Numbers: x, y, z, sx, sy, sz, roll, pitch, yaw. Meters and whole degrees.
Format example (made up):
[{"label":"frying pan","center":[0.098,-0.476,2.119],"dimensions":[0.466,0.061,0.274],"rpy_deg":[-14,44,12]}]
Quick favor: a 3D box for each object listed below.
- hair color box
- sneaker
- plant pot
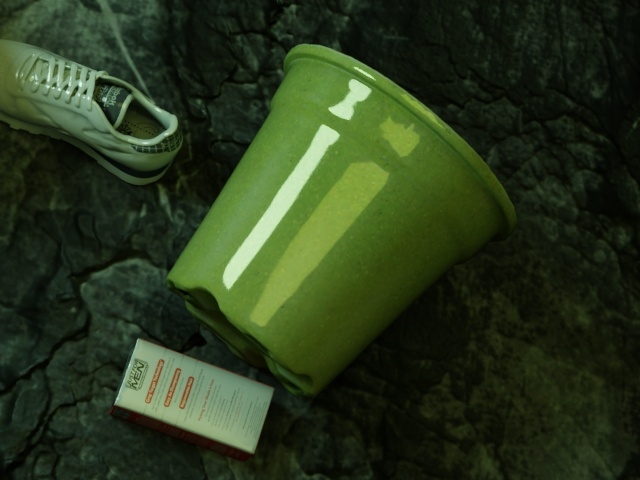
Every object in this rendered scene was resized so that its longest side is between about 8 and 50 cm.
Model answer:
[{"label":"hair color box","center":[-0.122,0.153,1.538],"dimensions":[0.141,0.043,0.072],"rpy_deg":[22,68,-8]},{"label":"sneaker","center":[-0.242,-0.143,1.579],"dimensions":[0.235,0.095,0.090],"rpy_deg":[24,69,-5]},{"label":"plant pot","center":[0.000,0.000,1.524],"dimensions":[0.276,0.276,0.254],"rpy_deg":[39,77,0]}]
